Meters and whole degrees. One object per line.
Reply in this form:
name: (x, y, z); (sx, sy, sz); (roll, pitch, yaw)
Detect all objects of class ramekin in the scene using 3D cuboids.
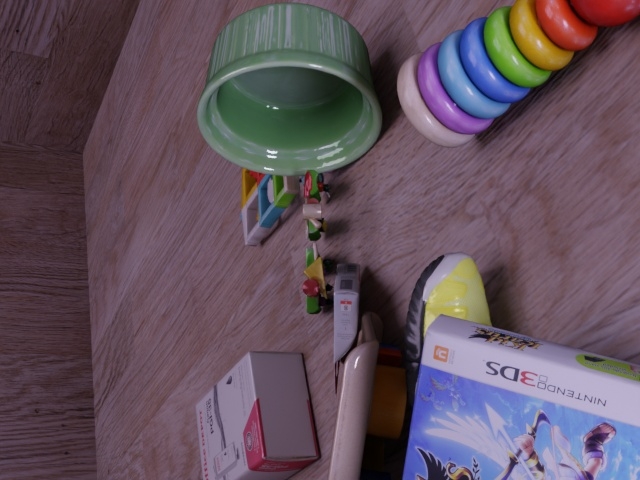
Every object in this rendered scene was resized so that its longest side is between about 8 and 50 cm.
ramekin: (-0.051, -0.251, 1.260); (0.303, 0.303, 0.148); (-40, 42, 50)

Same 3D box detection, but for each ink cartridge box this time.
ink cartridge box: (0.044, 0.142, 1.208); (0.145, 0.045, 0.180); (-77, -15, -73)
ink cartridge box: (-0.131, 0.363, 1.438); (0.283, 0.117, 0.207); (-48, 45, 45)

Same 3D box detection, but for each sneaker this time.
sneaker: (0.196, 0.204, 0.914); (0.147, 0.145, 0.385); (-10, 79, 41)

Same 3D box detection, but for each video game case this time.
video game case: (0.209, 0.234, 0.756); (0.244, 0.061, 0.270); (13, 107, 23)

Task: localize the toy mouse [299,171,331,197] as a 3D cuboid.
toy mouse: (-0.008, -0.143, 1.417); (0.161, 0.031, 0.143); (-43, 48, 48)

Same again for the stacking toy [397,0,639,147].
stacking toy: (0.248, -0.242, 0.911); (0.330, 0.141, 0.141); (-31, 58, 47)

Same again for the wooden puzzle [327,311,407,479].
wooden puzzle: (0.065, 0.277, 1.032); (0.348, 0.080, 0.322); (-8, -73, -83)

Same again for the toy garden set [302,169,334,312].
toy garden set: (0.000, 0.000, 1.277); (0.204, 0.049, 0.245); (69, -160, -82)

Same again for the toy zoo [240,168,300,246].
toy zoo: (-0.117, -0.116, 1.578); (0.293, 0.030, 0.193); (134, 137, -54)
